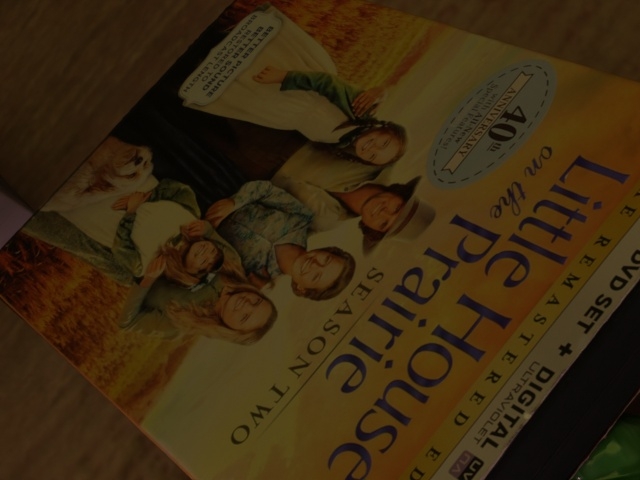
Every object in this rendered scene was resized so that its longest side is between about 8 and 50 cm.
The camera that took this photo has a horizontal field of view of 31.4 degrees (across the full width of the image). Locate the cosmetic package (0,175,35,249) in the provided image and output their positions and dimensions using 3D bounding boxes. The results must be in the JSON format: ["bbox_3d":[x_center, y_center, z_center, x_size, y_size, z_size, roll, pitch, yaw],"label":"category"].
[{"bbox_3d":[-0.352,-0.041,0.864,0.151,0.184,0.151,-48,54,-1],"label":"cosmetic package"}]

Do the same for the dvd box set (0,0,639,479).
[{"bbox_3d":[0.000,0.000,0.666,0.307,0.062,0.420,-48,42,-10],"label":"dvd box set"}]

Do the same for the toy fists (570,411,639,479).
[{"bbox_3d":[0.109,0.211,0.539,0.142,0.096,0.279,5,66,28],"label":"toy fists"}]
